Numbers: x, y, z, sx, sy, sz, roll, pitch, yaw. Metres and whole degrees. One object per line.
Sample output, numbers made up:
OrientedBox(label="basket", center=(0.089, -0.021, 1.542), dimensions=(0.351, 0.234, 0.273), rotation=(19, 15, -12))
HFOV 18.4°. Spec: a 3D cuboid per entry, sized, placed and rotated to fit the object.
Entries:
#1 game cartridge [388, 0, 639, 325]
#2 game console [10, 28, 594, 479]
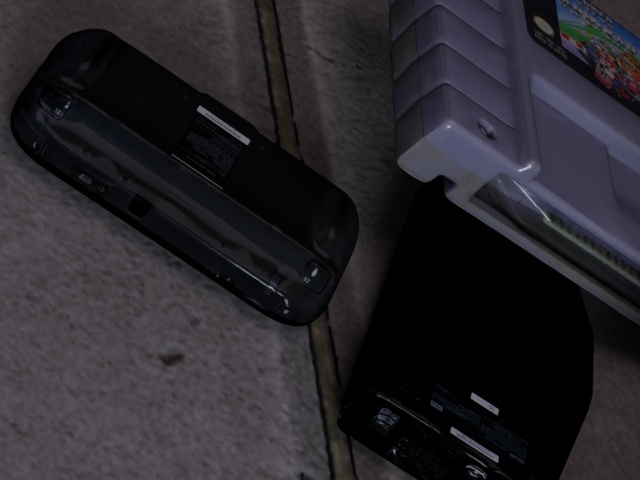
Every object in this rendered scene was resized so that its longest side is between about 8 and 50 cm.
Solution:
OrientedBox(label="game cartridge", center=(0.189, -0.050, 1.247), dimensions=(0.355, 0.068, 0.230), rotation=(32, 40, -27))
OrientedBox(label="game console", center=(0.000, 0.000, 1.098), dimensions=(0.361, 0.044, 0.213), rotation=(34, 36, -9))
